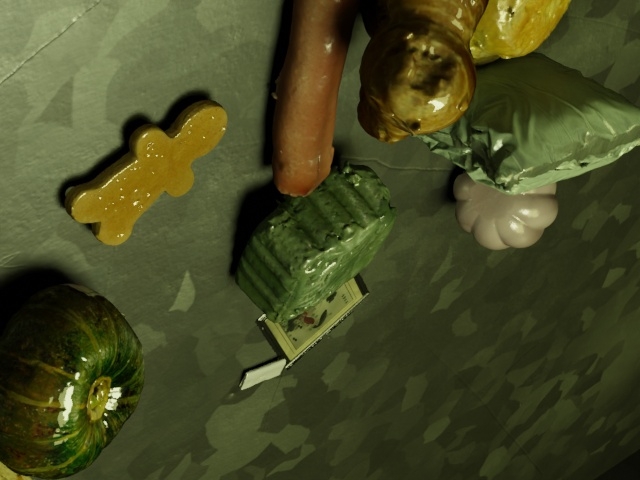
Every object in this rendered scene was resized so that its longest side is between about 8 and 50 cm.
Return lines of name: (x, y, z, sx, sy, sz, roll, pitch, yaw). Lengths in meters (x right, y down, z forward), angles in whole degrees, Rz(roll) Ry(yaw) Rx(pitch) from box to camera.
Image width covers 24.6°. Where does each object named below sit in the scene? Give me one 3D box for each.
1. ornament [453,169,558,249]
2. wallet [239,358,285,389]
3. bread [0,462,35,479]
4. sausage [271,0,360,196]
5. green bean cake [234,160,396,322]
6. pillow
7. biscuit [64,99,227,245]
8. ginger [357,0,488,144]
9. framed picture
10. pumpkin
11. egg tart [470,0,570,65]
ornament: (0.314, -0.070, 2.463, 0.177, 0.177, 0.177, -32, 147, -23)
wallet: (-0.097, 0.222, 2.450, 0.083, 0.011, 0.044, -19, 149, -35)
bread: (-0.518, 0.378, 1.934, 0.274, 0.114, 0.185, -28, 154, 13)
sausage: (-0.006, -0.225, 1.943, 0.094, 0.094, 0.419, -48, 158, -41)
green bean cake: (0.000, 0.000, 2.171, 0.227, 0.125, 0.222, -35, 162, -31)
pillow: (0.296, -0.183, 2.207, 0.310, 0.283, 0.138, -22, 132, -28)
biscuit: (-0.219, -0.096, 1.888, 0.240, 0.035, 0.158, -41, 152, -8)
ginger: (0.131, -0.283, 1.886, 0.274, 0.152, 0.358, 115, -15, -77)
framed picture: (-0.007, 0.112, 2.436, 0.199, 0.010, 0.195, -41, 151, -8)
pumpkin: (-0.354, 0.181, 1.918, 0.260, 0.189, 0.260, -48, 147, -47)
egg tart: (0.282, -0.368, 2.102, 0.319, 0.128, 0.319, -34, 147, -25)
